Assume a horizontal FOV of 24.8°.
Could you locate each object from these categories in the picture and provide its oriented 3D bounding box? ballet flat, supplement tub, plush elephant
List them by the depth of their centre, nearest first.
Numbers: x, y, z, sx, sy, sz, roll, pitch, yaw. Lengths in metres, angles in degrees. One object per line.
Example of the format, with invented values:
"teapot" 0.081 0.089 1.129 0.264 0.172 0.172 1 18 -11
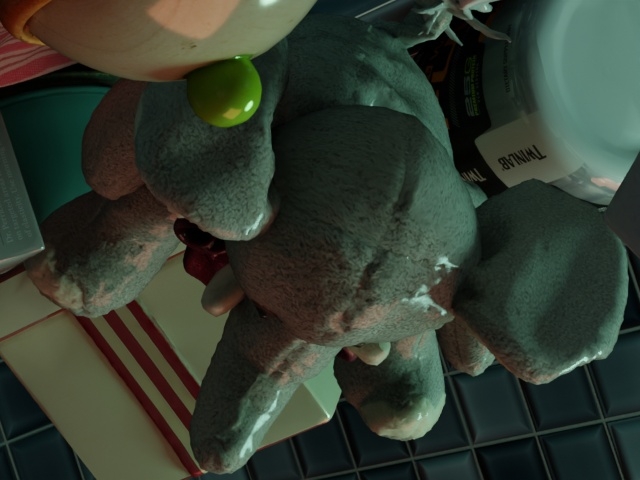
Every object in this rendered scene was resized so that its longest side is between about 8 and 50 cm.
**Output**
"plush elephant" 0.000 0.000 0.739 0.330 0.271 0.255 -57 -171 26
"ballet flat" -0.126 -0.067 0.979 0.348 0.123 0.123 -18 179 -29
"supplement tub" 0.192 -0.115 1.274 0.207 0.207 0.338 -18 179 -21

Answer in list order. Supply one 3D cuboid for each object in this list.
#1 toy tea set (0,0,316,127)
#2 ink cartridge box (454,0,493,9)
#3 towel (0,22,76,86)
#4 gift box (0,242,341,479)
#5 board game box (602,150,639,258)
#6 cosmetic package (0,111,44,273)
"toy tea set" 0.052 -0.119 0.328 0.200 0.124 0.336 -18 179 -38
"ink cartridge box" 0.161 -0.170 0.558 0.219 0.093 0.160 -19 179 -32
"towel" -0.116 -0.111 0.750 0.144 0.029 0.197 -17 179 -23
"gift box" -0.128 0.022 1.212 0.255 0.258 0.276 -27 -159 20
"board game box" 0.279 -0.138 0.489 0.318 0.066 0.318 -19 144 -35
"cosmetic package" -0.259 -0.014 0.650 0.238 0.127 0.107 -16 179 -22
